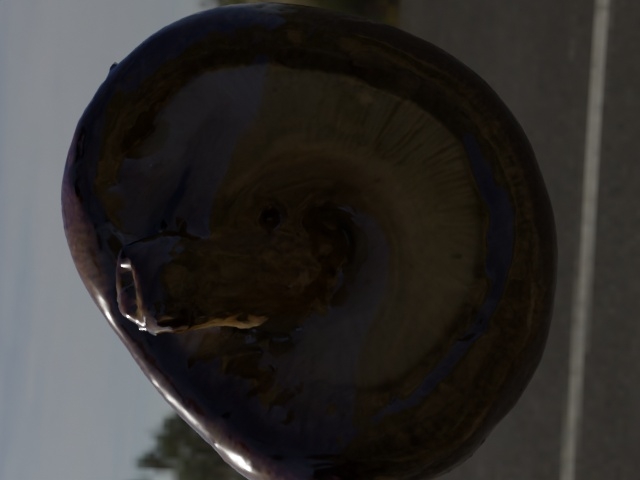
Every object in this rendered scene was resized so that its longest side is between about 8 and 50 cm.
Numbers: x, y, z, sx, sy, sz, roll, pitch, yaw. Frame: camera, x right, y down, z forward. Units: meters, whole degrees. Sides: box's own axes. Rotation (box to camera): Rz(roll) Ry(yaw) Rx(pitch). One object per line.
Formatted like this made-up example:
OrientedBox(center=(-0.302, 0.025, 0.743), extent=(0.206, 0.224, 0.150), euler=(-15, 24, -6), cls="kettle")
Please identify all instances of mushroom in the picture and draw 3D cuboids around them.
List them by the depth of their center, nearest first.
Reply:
OrientedBox(center=(-0.002, 0.003, 0.852), extent=(0.231, 0.194, 0.138), euler=(58, 165, 8), cls="mushroom")
